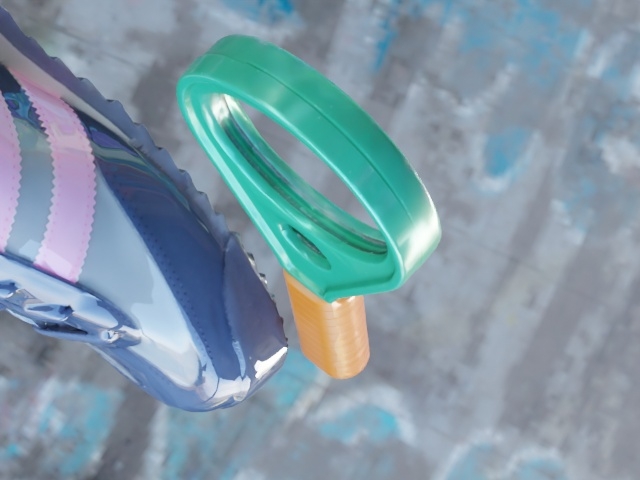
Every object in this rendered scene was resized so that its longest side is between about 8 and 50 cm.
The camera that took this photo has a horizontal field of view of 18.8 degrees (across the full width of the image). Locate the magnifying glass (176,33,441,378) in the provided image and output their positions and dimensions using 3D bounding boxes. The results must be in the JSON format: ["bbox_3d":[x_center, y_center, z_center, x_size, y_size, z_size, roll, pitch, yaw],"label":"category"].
[{"bbox_3d":[0.000,0.000,0.649,0.026,0.092,0.231,-48,164,-16],"label":"magnifying glass"}]

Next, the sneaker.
[{"bbox_3d":[-0.146,-0.018,0.672,0.319,0.112,0.131,45,60,-25],"label":"sneaker"}]
